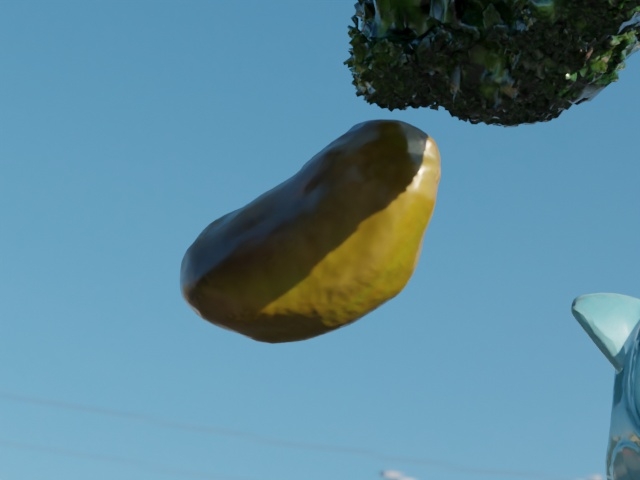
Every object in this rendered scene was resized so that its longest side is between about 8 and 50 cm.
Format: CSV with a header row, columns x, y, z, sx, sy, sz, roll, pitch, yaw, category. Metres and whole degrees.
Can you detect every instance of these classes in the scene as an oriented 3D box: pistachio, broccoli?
x,y,z,sx,sy,sz,roll,pitch,yaw,category
0.003,0.002,1.034,0.189,0.110,0.100,-35,-19,8,pistachio
0.085,-0.201,0.841,0.297,0.298,0.297,17,-26,-28,broccoli

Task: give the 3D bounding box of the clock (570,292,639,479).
x,y,z,sx,sy,sz,roll,pitch,yaw,category
0.258,0.097,0.834,0.274,0.223,0.094,47,-30,2,clock
